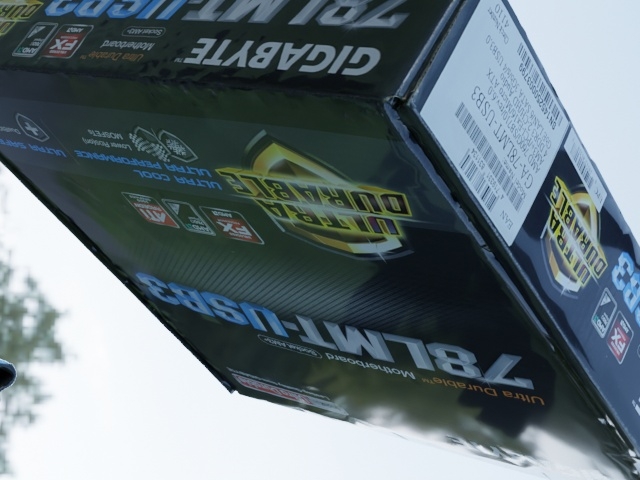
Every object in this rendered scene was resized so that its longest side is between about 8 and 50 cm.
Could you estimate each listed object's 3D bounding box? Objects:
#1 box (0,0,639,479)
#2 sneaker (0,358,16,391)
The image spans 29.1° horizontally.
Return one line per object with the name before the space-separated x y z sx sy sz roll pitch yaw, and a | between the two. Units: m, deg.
box | 0.000 0.000 0.567 0.295 0.293 0.073 10 -121 40
sneaker | -0.336 0.139 1.148 0.162 0.073 0.063 -52 146 -68
